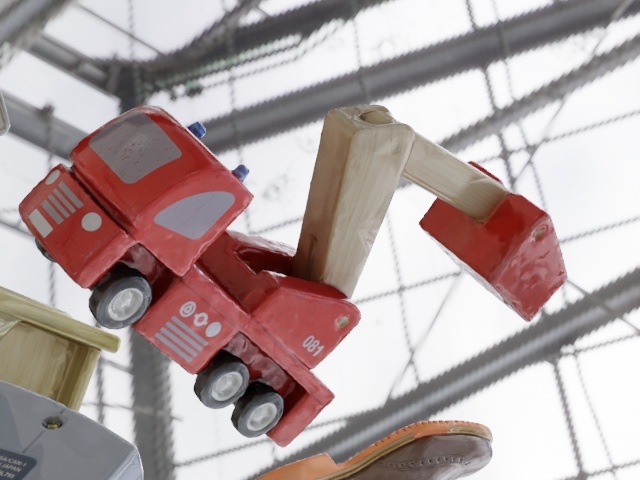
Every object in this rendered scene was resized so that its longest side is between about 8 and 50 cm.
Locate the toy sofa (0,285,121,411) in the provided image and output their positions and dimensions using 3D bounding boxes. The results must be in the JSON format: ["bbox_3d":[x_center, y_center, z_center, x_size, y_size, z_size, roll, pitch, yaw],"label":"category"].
[{"bbox_3d":[-0.332,0.214,1.305,0.177,0.150,0.363,6,-106,51],"label":"toy sofa"}]

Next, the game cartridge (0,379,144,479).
[{"bbox_3d":[-0.267,0.147,0.878,0.297,0.198,0.062,11,-62,22],"label":"game cartridge"}]

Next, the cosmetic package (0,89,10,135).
[{"bbox_3d":[-0.306,-0.121,0.962,0.309,0.113,0.160,-1,-73,68],"label":"cosmetic package"}]

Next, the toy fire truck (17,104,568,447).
[{"bbox_3d":[0.000,0.000,0.515,0.135,0.192,0.047,-45,-132,-2],"label":"toy fire truck"}]

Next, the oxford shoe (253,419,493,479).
[{"bbox_3d":[0.070,0.306,1.713,0.133,0.363,0.130,61,-36,22],"label":"oxford shoe"}]
